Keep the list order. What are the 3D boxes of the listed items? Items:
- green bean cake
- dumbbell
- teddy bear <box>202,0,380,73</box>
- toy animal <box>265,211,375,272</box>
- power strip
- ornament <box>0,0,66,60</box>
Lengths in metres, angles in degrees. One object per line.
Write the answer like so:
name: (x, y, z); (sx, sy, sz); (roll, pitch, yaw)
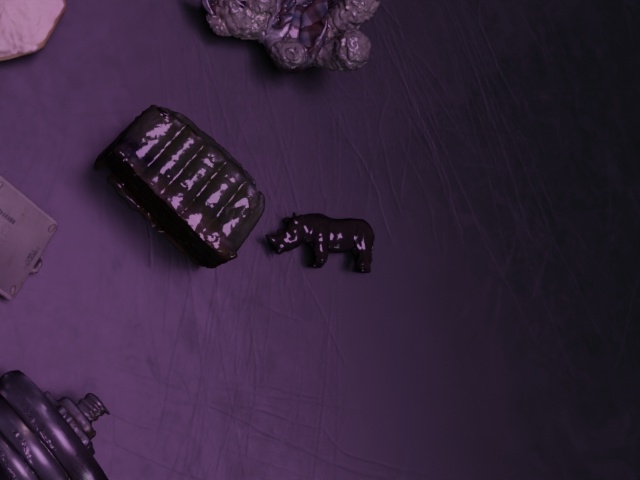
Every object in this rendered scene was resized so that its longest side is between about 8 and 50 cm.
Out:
green bean cake: (-0.150, -0.061, 1.807); (0.181, 0.173, 0.094); (43, 77, -7)
dumbbell: (-0.388, 0.295, 1.710); (0.406, 0.179, 0.179); (-39, 97, -16)
teddy bear: (-0.036, -0.253, 1.900); (0.213, 0.111, 0.133); (13, 60, 8)
toy animal: (0.000, 0.000, 1.914); (0.136, 0.047, 0.065); (5, 80, -15)
power strip: (-0.395, -0.055, 1.682); (0.106, 0.043, 0.367); (-60, 147, -12)
ornament: (-0.397, -0.254, 1.809); (0.201, 0.059, 0.180); (31, 88, -14)
